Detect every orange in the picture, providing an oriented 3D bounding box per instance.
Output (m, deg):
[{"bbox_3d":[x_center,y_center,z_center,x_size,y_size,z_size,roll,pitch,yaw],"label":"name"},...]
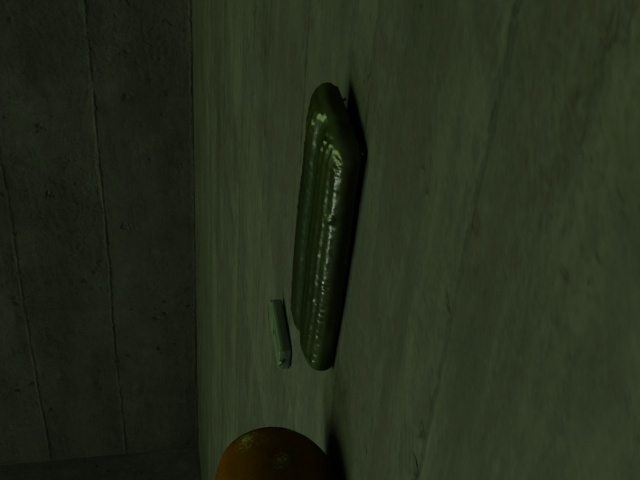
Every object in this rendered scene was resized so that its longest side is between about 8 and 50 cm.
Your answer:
[{"bbox_3d":[-0.042,0.260,1.177,0.156,0.124,0.156,0,-90,-82],"label":"orange"}]

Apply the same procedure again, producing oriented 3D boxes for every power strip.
[{"bbox_3d":[-0.050,0.116,1.498,0.040,0.016,0.090,98,164,-51],"label":"power strip"}]

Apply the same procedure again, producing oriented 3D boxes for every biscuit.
[{"bbox_3d":[0.000,0.000,1.069,0.322,0.038,0.099,98,162,-52],"label":"biscuit"}]
